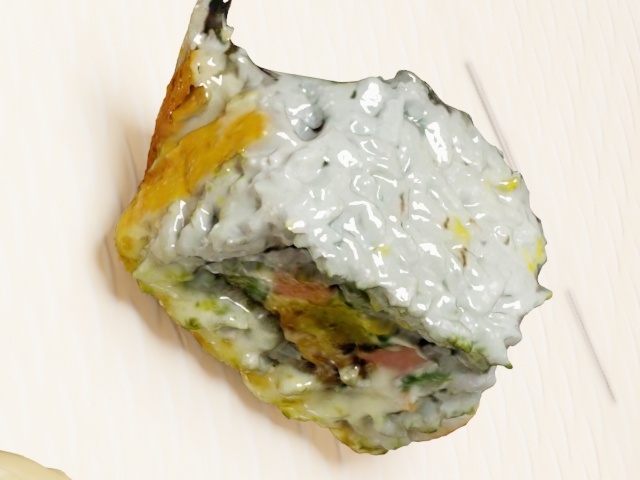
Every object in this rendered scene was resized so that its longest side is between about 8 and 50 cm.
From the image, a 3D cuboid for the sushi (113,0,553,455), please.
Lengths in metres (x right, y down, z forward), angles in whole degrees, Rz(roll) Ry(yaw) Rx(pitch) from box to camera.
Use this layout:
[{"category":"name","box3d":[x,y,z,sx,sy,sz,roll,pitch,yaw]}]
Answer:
[{"category":"sushi","box3d":[0.000,0.000,1.087,0.274,0.184,0.139,37,51,-28]}]

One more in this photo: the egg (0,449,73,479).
[{"category":"egg","box3d":[-0.182,0.194,0.827,0.244,0.201,0.201,-17,87,-35]}]
